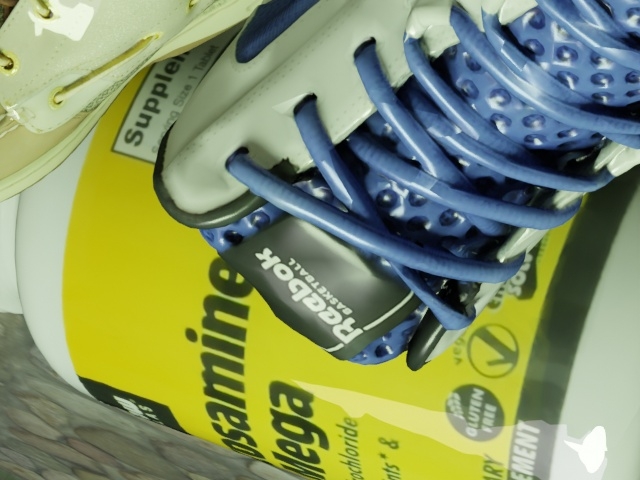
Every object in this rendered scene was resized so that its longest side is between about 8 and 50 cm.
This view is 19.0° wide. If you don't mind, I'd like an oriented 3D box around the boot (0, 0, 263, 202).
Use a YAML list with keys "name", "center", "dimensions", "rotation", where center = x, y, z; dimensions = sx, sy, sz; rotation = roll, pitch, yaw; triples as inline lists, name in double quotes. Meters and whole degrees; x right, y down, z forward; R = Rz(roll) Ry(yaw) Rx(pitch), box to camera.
- name: "boot"
  center: [-0.093, -0.100, 0.624]
  dimensions: [0.077, 0.213, 0.165]
  rotation: [51, 168, 19]

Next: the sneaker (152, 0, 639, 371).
- name: "sneaker"
  center: [0.059, -0.047, 0.516]
  dimensions: [0.127, 0.182, 0.315]
  rotation: [33, 170, -21]

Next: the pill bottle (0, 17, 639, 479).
- name: "pill bottle"
  center: [0.000, 0.000, 0.783]
  dimensions: [0.334, 0.188, 0.188]
  rotation: [17, 160, 22]
